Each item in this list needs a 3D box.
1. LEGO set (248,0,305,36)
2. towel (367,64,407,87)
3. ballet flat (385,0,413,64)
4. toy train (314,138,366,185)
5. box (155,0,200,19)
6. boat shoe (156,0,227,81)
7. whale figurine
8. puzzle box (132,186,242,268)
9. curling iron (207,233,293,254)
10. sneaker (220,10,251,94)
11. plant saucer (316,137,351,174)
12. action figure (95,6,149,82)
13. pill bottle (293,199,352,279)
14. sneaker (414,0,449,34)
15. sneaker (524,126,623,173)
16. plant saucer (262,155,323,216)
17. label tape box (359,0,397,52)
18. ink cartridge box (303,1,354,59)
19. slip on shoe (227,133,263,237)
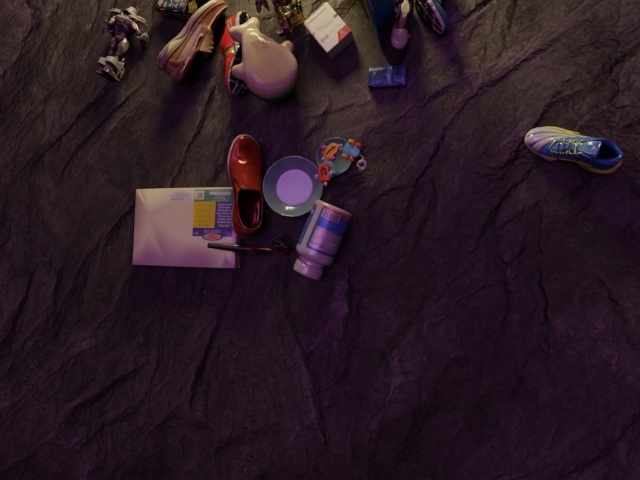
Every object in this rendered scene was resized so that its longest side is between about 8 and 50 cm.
[{"bbox_3d":[-0.180,-0.749,1.282,0.192,0.331,0.255,-26,104,4],"label":"LEGO set"},{"bbox_3d":[0.204,-0.502,1.312,0.119,0.029,0.067,4,87,17],"label":"towel"},{"bbox_3d":[0.238,-0.636,1.280,0.074,0.074,0.203,12,93,17],"label":"ballet flat"},{"bbox_3d":[0.060,-0.238,1.310,0.166,0.046,0.125,-13,84,19],"label":"toy train"},{"bbox_3d":[-0.478,-0.898,1.511,0.175,0.051,0.221,24,94,32],"label":"box"},{"bbox_3d":[-0.424,-0.687,1.483,0.116,0.123,0.324,41,90,-19],"label":"boat shoe"},{"bbox_3d":[-0.183,-0.567,1.368,0.216,0.141,0.272,-31,83,-8],"label":"whale figurine"},{"bbox_3d":[-0.457,-0.043,1.475,0.408,0.052,0.273,2,87,17],"label":"puzzle box"},{"bbox_3d":[-0.224,0.015,1.375,0.273,0.035,0.068,-1,97,2],"label":"curling iron"},{"bbox_3d":[-0.288,-0.623,1.449,0.118,0.107,0.279,3,84,36],"label":"sneaker"},{"bbox_3d":[0.046,-0.262,1.350,0.119,0.021,0.120,-1,86,17],"label":"plant saucer"},{"bbox_3d":[-0.735,-0.734,1.582,0.185,0.099,0.285,23,90,24],"label":"action figure"},{"bbox_3d":[0.000,0.000,1.296,0.124,0.124,0.222,25,94,17],"label":"pill bottle"},{"bbox_3d":[0.326,-0.741,1.254,0.109,0.107,0.276,-18,82,6],"label":"sneaker"},{"bbox_3d":[0.659,-0.248,1.107,0.240,0.126,0.091,21,93,17],"label":"sneaker"},{"bbox_3d":[-0.086,-0.170,1.367,0.194,0.037,0.195,-1,84,7],"label":"plant saucer"},{"bbox_3d":[0.145,-0.762,1.236,0.105,0.240,0.334,-25,81,12],"label":"label tape box"},{"bbox_3d":[0.027,-0.663,1.361,0.099,0.056,0.135,-38,78,11],"label":"ink cartridge box"},{"bbox_3d":[-0.229,-0.175,1.365,0.101,0.122,0.332,-5,85,62],"label":"slip on shoe"}]
